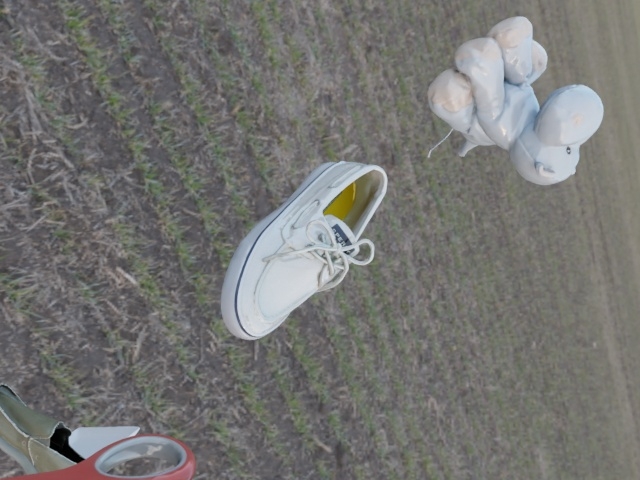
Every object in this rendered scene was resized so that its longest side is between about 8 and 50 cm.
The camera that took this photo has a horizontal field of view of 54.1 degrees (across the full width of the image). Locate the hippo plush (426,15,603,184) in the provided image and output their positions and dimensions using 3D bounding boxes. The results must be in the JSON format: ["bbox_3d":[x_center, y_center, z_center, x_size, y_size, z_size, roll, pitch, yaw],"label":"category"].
[{"bbox_3d":[0.326,-0.198,1.059,0.234,0.294,0.236,-7,46,-44],"label":"hippo plush"}]

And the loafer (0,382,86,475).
[{"bbox_3d":[-0.444,0.314,1.001,0.251,0.087,0.094,43,-4,10],"label":"loafer"}]

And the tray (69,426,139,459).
[{"bbox_3d":[-0.573,0.513,1.544,0.145,0.270,0.030,-34,107,-52],"label":"tray"}]

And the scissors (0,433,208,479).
[{"bbox_3d":[-0.184,0.143,0.322,0.297,0.109,0.021,6,105,-34],"label":"scissors"}]

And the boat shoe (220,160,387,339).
[{"bbox_3d":[0.005,0.006,0.949,0.367,0.156,0.136,-51,125,-36],"label":"boat shoe"}]
